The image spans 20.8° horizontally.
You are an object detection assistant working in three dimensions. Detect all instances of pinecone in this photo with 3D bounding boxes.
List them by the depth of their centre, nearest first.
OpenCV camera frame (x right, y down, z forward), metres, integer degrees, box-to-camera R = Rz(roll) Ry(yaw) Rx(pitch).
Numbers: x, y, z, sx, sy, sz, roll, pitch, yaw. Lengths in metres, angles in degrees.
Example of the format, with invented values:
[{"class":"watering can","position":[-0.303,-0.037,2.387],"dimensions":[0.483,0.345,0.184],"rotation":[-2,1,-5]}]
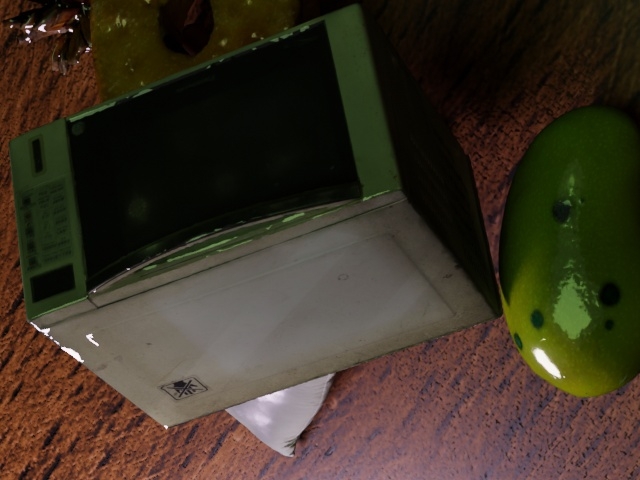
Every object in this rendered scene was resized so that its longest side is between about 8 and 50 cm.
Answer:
[{"class":"pinecone","position":[-0.302,-0.301,2.067],"dimensions":[0.179,0.150,0.195],"rotation":[-25,85,45]}]

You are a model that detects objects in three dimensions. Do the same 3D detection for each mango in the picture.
[{"class":"mango","position":[0.263,0.011,1.747],"dimensions":[0.175,0.143,0.293],"rotation":[3,96,33]}]

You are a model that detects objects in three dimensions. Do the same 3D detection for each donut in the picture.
[{"class":"donut","position":[-0.123,-0.238,1.928],"dimensions":[0.303,0.110,0.303],"rotation":[-5,79,30]}]

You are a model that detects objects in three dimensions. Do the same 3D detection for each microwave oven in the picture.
[{"class":"microwave oven","position":[-0.067,-0.026,1.753],"dimensions":[0.394,0.333,0.247],"rotation":[-19,57,16]}]

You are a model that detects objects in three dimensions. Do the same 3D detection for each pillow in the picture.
[{"class":"pillow","position":[-0.057,0.153,2.028],"dimensions":[0.144,0.078,0.254],"rotation":[33,146,5]}]

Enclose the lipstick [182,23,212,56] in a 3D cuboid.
[{"class":"lipstick","position":[-0.031,-0.133,1.973],"dimensions":[0.356,0.057,0.057],"rotation":[39,124,22]}]
